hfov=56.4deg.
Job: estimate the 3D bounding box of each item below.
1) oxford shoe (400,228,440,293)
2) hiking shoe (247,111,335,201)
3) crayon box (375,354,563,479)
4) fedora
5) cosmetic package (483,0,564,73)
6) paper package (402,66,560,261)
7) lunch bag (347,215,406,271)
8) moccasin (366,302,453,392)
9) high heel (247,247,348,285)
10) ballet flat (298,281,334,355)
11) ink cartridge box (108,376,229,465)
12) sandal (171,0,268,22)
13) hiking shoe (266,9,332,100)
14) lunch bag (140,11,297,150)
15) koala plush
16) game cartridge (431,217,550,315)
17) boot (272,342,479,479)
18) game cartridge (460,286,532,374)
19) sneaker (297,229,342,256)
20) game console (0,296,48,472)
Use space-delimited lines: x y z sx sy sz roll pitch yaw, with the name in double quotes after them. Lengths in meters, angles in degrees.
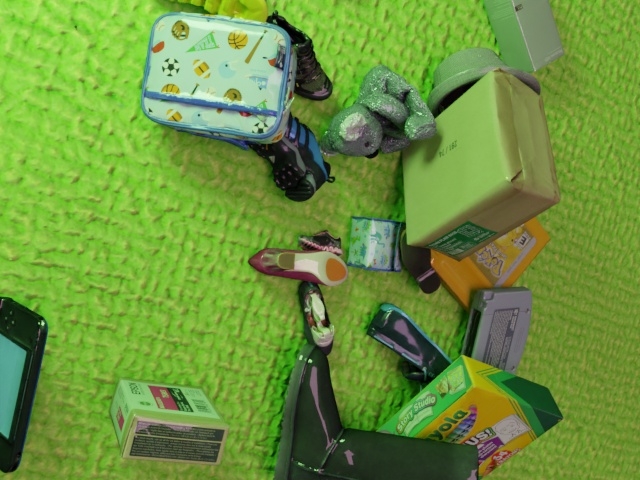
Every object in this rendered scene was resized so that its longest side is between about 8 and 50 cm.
0.235 0.042 1.490 0.076 0.076 0.212 -28 129 -2 "oxford shoe"
-0.086 -0.235 1.330 0.132 0.113 0.304 -41 107 -47 "hiking shoe"
0.362 0.472 1.505 0.313 0.106 0.363 23 122 -27 "crayon box"
0.385 -0.386 1.469 0.275 0.244 0.124 -3 69 -15 "fedora"
0.526 -0.561 1.549 0.127 0.107 0.238 -34 106 -20 "cosmetic package"
0.347 -0.156 1.351 0.168 0.325 0.310 18 57 -26 "paper package"
0.151 0.011 1.462 0.151 0.096 0.129 8 91 -39 "lunch bag"
0.247 0.306 1.536 0.342 0.137 0.117 45 82 -8 "moccasin"
-0.048 0.063 1.401 0.244 0.117 0.082 6 85 -43 "high heel"
-0.006 0.194 1.423 0.074 0.074 0.203 -19 104 -21 "ballet flat"
-0.313 0.363 1.216 0.193 0.234 0.088 16 90 -26 "ink cartridge box"
-0.246 -0.545 1.208 0.317 0.126 0.138 26 50 -18 "sandal"
-0.049 -0.394 1.302 0.227 0.114 0.086 43 79 -23 "hiking shoe"
-0.194 -0.312 1.188 0.303 0.115 0.243 10 90 5 "lunch bag"
0.105 -0.268 1.360 0.221 0.196 0.203 -33 97 -17 "koala plush"
0.451 0.017 1.617 0.324 0.052 0.285 -49 113 -12 "game cartridge"
0.139 0.452 1.356 0.445 0.146 0.367 11 102 13 "boot"
0.479 0.269 1.631 0.198 0.062 0.297 -1 108 -34 "game cartridge"
0.000 0.000 1.421 0.119 0.047 0.057 17 69 -27 "sneaker"
-0.657 0.251 1.087 0.173 0.250 0.293 10 93 -52 "game console"
